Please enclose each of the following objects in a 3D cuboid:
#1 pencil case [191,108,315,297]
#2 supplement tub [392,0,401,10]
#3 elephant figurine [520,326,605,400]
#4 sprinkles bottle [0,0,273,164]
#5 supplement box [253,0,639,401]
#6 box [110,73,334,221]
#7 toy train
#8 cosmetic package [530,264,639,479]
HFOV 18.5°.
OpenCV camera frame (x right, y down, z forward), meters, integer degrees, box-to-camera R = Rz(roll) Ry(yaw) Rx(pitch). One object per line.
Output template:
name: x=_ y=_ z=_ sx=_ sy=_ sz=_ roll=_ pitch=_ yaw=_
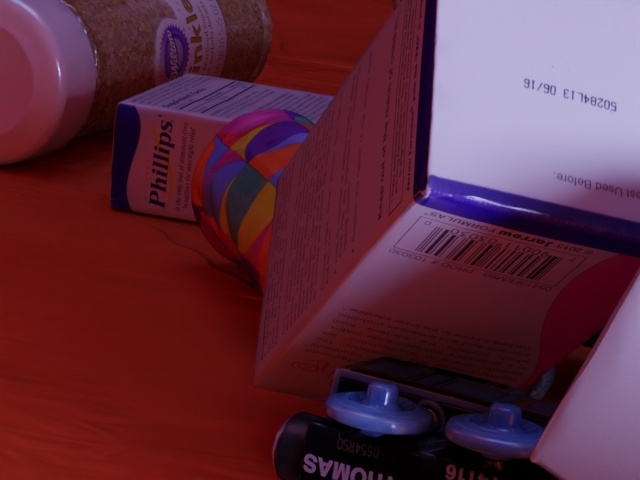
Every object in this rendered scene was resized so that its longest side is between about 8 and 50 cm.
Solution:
pencil case: x=0.000 y=0.000 z=1.055 sx=0.104 sy=0.104 sz=0.236 roll=1 pitch=17 yaw=-17
supplement tub: x=0.227 y=-0.204 z=1.653 sx=0.228 sy=0.228 sz=0.316 roll=-2 pitch=17 yaw=-29
elephant figurine: x=0.146 y=0.011 z=0.983 sx=0.169 sy=0.186 sz=0.239 roll=37 pitch=-24 yaw=-18
sprinkles bottle: x=-0.158 y=-0.142 z=1.470 sx=0.121 sy=0.121 sz=0.355 roll=12 pitch=16 yaw=20
supplement box: x=0.058 y=-0.011 z=0.817 sx=0.111 sy=0.114 sz=0.220 roll=12 pitch=-28 yaw=-15
box: x=-0.051 y=-0.057 z=1.286 sx=0.137 sy=0.072 sz=0.126 roll=11 pitch=16 yaw=14
toy train: x=0.075 y=0.096 z=0.753 sx=0.184 sy=0.080 sz=0.105 roll=12 pitch=10 yaw=23
cosmetic package: x=0.204 y=0.085 z=0.643 sx=0.238 sy=0.107 sz=0.127 roll=34 pitch=27 yaw=21
